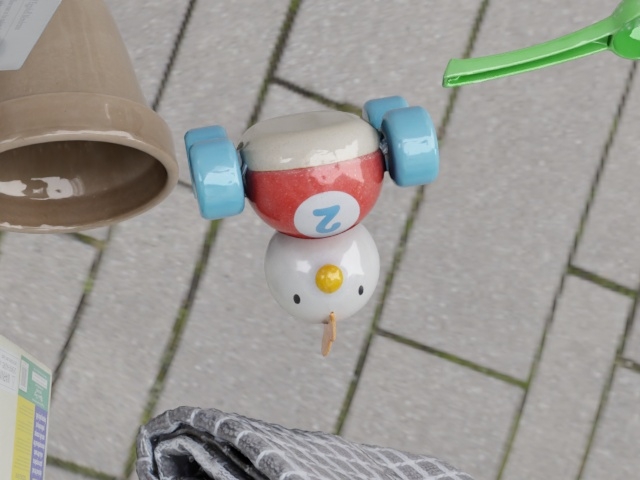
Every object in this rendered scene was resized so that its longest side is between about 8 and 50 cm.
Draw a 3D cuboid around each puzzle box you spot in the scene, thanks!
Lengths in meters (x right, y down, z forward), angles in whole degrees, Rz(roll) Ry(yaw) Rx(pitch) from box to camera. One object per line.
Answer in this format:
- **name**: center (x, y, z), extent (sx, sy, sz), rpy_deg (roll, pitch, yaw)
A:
- **puzzle box**: center (-0.332, 0.231, 1.419), extent (0.052, 0.409, 0.272), rpy_deg (1, 77, 2)

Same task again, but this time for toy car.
- **toy car**: center (0.000, 0.000, 1.392), extent (0.219, 0.210, 0.237), rpy_deg (-10, 102, -6)

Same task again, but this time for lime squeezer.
- **lime squeezer**: center (0.244, -0.109, 0.949), extent (0.310, 0.058, 0.110), rpy_deg (17, 49, 10)

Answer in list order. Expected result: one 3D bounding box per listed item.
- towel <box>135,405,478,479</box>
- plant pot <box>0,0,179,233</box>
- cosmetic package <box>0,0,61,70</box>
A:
- **towel**: center (0.055, 0.195, 0.731), extent (0.235, 0.284, 0.121), rpy_deg (23, 99, -51)
- **plant pot**: center (-0.300, -0.159, 1.672), extent (0.263, 0.263, 0.229), rpy_deg (1, 66, -21)
- **cosmetic package**: center (-0.275, -0.187, 0.867), extent (0.225, 0.224, 0.138), rpy_deg (-3, 83, -21)
